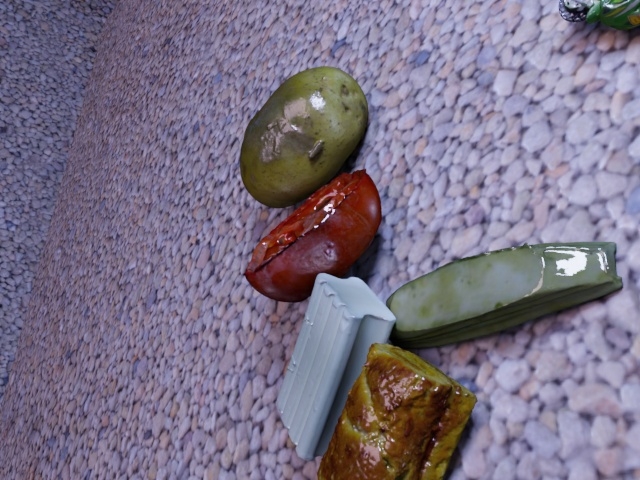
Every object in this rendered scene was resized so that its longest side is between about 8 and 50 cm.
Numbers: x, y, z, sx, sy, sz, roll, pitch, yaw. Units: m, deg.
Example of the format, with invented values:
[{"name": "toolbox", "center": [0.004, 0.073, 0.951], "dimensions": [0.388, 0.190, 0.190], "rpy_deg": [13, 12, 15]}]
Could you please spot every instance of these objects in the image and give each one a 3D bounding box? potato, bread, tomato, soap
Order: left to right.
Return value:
[{"name": "potato", "center": [-0.035, -0.163, 1.039], "dimensions": [0.228, 0.149, 0.197], "rpy_deg": [-24, 66, 42]}, {"name": "tomato", "center": [0.002, 0.004, 0.904], "dimensions": [0.228, 0.101, 0.228], "rpy_deg": [-42, 11, 10]}, {"name": "soap", "center": [0.014, 0.154, 0.804], "dimensions": [0.119, 0.067, 0.198], "rpy_deg": [-130, 54, -60]}, {"name": "bread", "center": [0.074, 0.208, 0.698], "dimensions": [0.132, 0.103, 0.172], "rpy_deg": [28, 97, 58]}]

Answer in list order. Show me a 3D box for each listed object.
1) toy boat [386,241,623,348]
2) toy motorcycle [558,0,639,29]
[{"name": "toy boat", "center": [0.169, 0.056, 0.703], "dimensions": [0.293, 0.055, 0.093], "rpy_deg": [-25, 54, 45]}, {"name": "toy motorcycle", "center": [0.336, -0.286, 0.668], "dimensions": [0.190, 0.074, 0.106], "rpy_deg": [-43, 50, 30]}]
